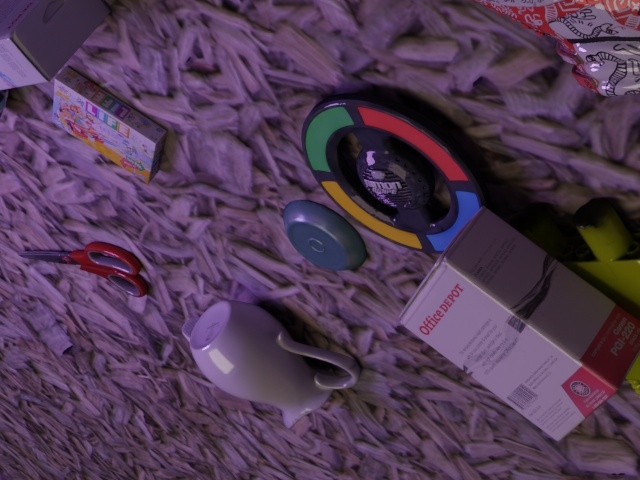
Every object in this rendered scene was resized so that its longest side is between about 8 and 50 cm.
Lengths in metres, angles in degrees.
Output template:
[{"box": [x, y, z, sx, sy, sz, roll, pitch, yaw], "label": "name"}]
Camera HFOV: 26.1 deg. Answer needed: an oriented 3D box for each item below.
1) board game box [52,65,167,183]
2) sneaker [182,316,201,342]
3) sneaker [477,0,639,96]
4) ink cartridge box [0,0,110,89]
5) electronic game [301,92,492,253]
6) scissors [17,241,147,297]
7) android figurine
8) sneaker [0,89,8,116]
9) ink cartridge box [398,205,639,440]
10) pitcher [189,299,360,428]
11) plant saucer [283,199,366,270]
[{"box": [-0.271, -0.146, 1.760, 0.154, 0.026, 0.103, 33, 150, 5], "label": "board game box"}, {"box": [-0.144, 0.161, 2.051, 0.134, 0.051, 0.070, 14, 139, 26], "label": "sneaker"}, {"box": [0.185, -0.194, 1.145, 0.270, 0.090, 0.145, 12, 141, 31], "label": "sneaker"}, {"box": [-0.346, -0.241, 1.595, 0.175, 0.127, 0.072, 0, 137, 47], "label": "ink cartridge box"}, {"box": [0.080, -0.069, 1.483, 0.229, 0.048, 0.229, 27, 150, 17], "label": "electronic game"}, {"box": [-0.383, 0.022, 2.137, 0.297, 0.021, 0.109, 17, 148, 32], "label": "scissors"}, {"box": [0.311, 0.071, 1.441, 0.248, 0.056, 0.273, -2, 132, 48], "label": "android figurine"}, {"box": [-0.550, -0.230, 1.850, 0.283, 0.110, 0.122, 34, 154, 3], "label": "sneaker"}, {"box": [0.207, 0.088, 1.431, 0.218, 0.092, 0.158, 36, 149, 4], "label": "ink cartridge box"}, {"box": [-0.063, 0.164, 1.922, 0.177, 0.126, 0.207, -29, 124, 36], "label": "pitcher"}, {"box": [0.000, 0.000, 1.695, 0.119, 0.021, 0.119, 26, 149, 17], "label": "plant saucer"}]
